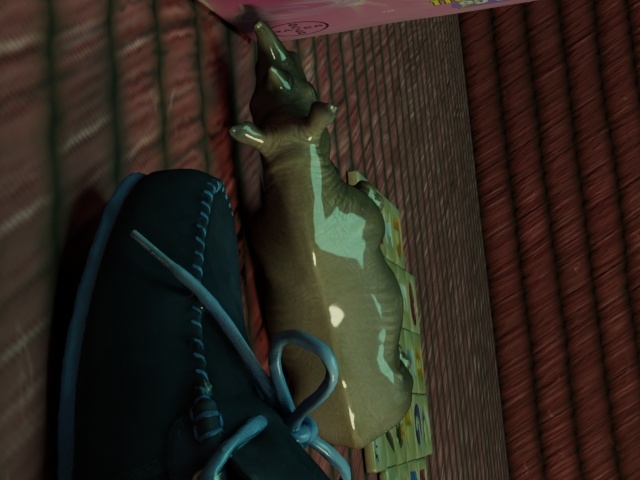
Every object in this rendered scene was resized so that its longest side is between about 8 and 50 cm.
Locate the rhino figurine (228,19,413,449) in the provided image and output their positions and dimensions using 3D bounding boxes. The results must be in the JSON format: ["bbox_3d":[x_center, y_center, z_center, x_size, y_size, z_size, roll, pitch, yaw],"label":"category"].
[{"bbox_3d":[0.000,0.000,0.714,0.106,0.073,0.243,-82,160,-64],"label":"rhino figurine"}]

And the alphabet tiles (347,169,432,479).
[{"bbox_3d":[0.061,0.099,1.140,0.342,0.011,0.285,31,53,-77],"label":"alphabet tiles"}]

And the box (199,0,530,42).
[{"bbox_3d":[0.037,-0.183,0.642,0.243,0.214,0.117,14,69,-79],"label":"box"}]

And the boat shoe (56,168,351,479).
[{"bbox_3d":[-0.030,0.094,0.438,0.109,0.089,0.258,62,24,-63],"label":"boat shoe"}]
